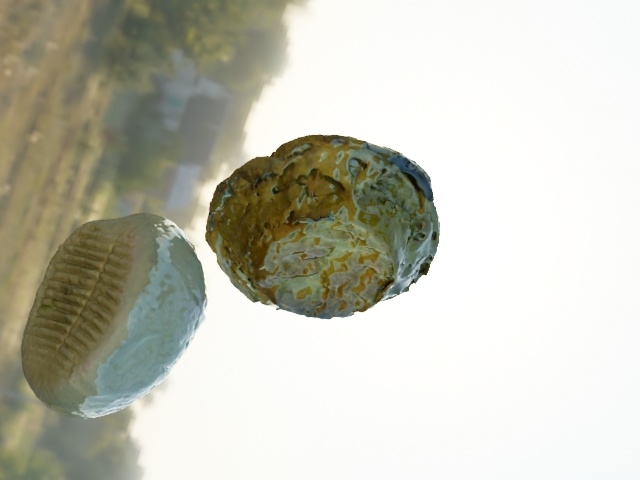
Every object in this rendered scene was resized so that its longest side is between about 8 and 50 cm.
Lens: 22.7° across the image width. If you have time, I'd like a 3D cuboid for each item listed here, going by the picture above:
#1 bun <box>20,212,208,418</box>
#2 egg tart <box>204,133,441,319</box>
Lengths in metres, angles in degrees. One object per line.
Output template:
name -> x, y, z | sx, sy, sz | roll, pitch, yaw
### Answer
bun -> -0.102, 0.042, 0.829 | 0.115, 0.069, 0.115 | -32, -138, 34
egg tart -> 0.000, 0.000, 0.832 | 0.052, 0.130, 0.130 | -87, -165, -46
